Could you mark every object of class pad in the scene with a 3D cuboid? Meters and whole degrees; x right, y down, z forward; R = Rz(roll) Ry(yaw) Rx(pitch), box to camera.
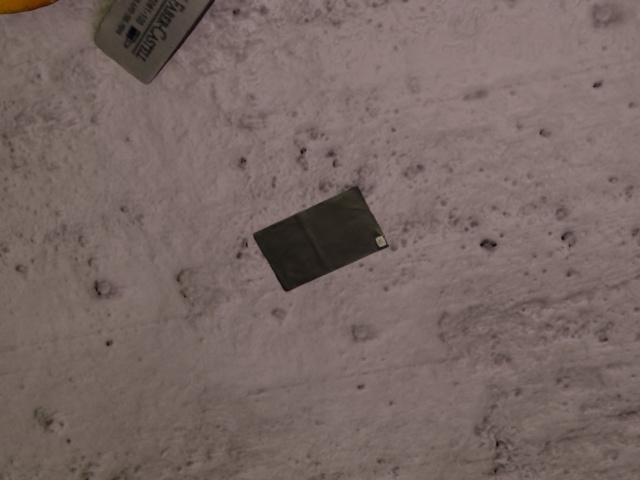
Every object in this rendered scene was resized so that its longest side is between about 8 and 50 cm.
[{"bbox_3d":[0.000,0.000,1.626,0.193,0.004,0.116,-24,107,15],"label":"pad"}]

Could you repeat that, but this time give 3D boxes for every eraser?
[{"bbox_3d":[-0.205,-0.347,1.398,0.111,0.077,0.352,41,145,-10],"label":"eraser"}]

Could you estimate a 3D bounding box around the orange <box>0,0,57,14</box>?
[{"bbox_3d":[-0.503,-0.393,1.385,0.310,0.274,0.274,40,110,-9],"label":"orange"}]
